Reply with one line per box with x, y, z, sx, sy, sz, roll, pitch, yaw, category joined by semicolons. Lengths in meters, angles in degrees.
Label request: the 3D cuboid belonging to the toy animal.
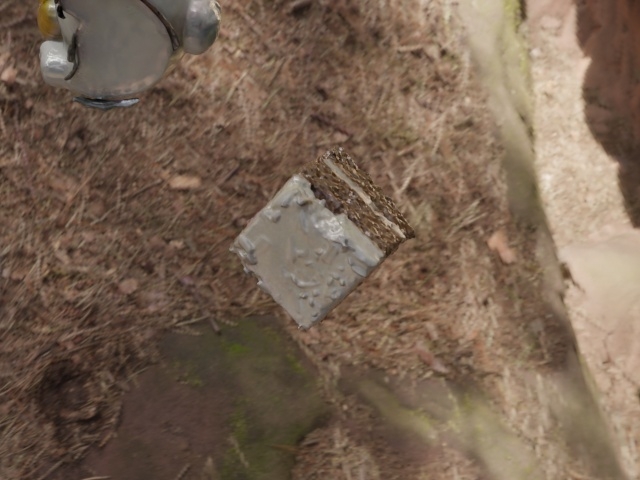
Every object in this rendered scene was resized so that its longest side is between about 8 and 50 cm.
-0.222;-0.311;1.136;0.247;0.183;0.310;-13;49;12;toy animal

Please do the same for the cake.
0.000;0.000;1.037;0.135;0.134;0.147;45;33;1;cake
